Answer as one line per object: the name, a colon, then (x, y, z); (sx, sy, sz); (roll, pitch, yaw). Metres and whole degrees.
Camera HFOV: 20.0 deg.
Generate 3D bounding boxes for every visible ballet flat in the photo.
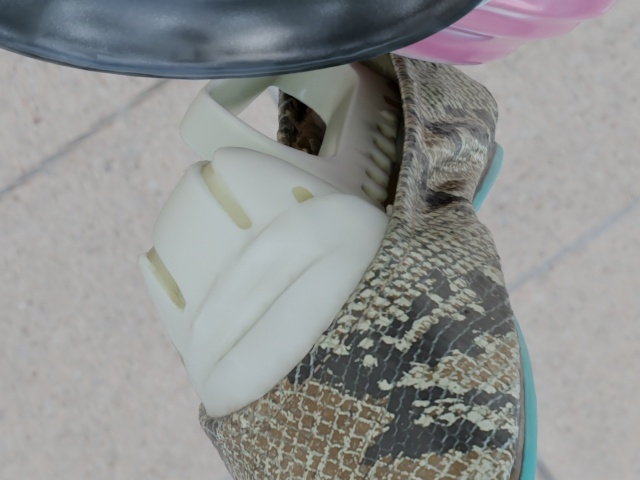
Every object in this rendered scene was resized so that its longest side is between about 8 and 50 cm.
ballet flat: (0.000, 0.000, 0.895); (0.182, 0.483, 0.164); (42, 112, -14)

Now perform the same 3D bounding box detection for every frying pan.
frying pan: (-0.102, -0.098, 0.597); (0.326, 0.053, 0.197); (0, 165, -3)

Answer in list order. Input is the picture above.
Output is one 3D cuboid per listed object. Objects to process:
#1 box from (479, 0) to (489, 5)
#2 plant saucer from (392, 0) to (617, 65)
box: (0.079, -0.196, 0.699); (0.103, 0.203, 0.114); (-26, 116, 31)
plant saucer: (0.007, -0.192, 0.995); (0.332, 0.332, 0.084); (10, 117, -34)
